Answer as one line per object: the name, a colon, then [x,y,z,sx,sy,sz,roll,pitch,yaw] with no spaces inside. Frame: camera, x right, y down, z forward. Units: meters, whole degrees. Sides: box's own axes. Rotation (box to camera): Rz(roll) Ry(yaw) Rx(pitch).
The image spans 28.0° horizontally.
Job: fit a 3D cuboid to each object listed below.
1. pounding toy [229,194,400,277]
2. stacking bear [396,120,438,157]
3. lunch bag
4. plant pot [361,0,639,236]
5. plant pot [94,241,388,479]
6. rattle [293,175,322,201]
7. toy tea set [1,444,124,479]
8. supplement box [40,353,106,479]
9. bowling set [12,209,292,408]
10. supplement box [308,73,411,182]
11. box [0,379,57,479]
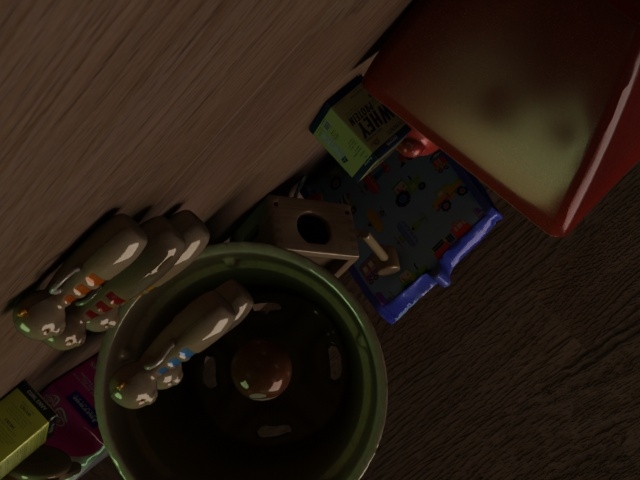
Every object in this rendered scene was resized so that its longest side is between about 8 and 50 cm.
pounding toy: [0.009,-0.004,1.738,0.206,0.094,0.181,6,149,-28]
stacking bear: [0.185,-0.202,1.536,0.289,0.175,0.164,-33,170,-17]
lunch bag: [0.125,-0.036,1.845,0.221,0.138,0.293,-43,-143,14]
plant pot: [0.246,-0.217,1.289,0.267,0.267,0.236,-40,163,-37]
plant pot: [-0.080,0.169,1.589,0.334,0.334,0.305,-42,177,3]
rattle: [-0.065,-0.001,1.870,0.142,0.130,0.200,-9,162,-4]
toy tea set: [-0.307,0.341,1.533,0.200,0.336,0.124,-66,164,-73]
supplement box: [-0.305,0.230,1.722,0.114,0.111,0.220,-43,177,22]
bowling set: [-0.140,0.090,1.108,0.154,0.200,0.287,-41,173,8]
supplement box: [0.043,-0.122,1.417,0.056,0.083,0.083,-41,177,-21]
box: [-0.392,0.254,1.392,0.232,0.058,0.087,-41,172,-25]
